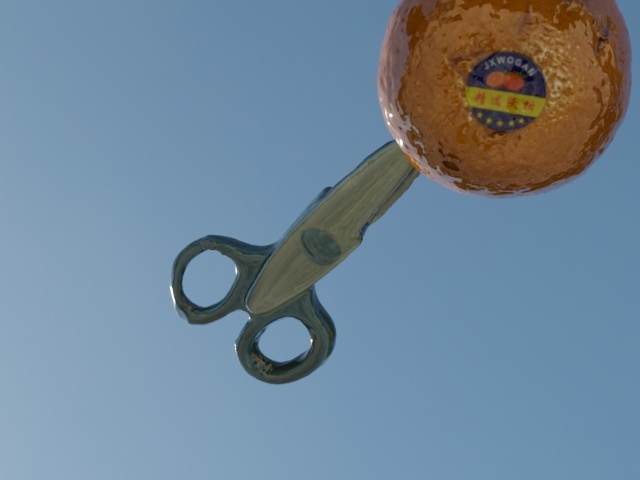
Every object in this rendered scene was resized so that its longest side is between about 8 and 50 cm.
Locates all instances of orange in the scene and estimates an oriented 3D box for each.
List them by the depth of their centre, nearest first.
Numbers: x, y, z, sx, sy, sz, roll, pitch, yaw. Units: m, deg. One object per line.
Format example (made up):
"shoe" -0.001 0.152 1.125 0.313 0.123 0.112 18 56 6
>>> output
"orange" 0.097 -0.089 0.748 0.136 0.117 0.135 3 -73 11

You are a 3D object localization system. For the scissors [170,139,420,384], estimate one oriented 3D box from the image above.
"scissors" 0.000 0.000 1.008 0.138 0.041 0.289 41 -50 -5
